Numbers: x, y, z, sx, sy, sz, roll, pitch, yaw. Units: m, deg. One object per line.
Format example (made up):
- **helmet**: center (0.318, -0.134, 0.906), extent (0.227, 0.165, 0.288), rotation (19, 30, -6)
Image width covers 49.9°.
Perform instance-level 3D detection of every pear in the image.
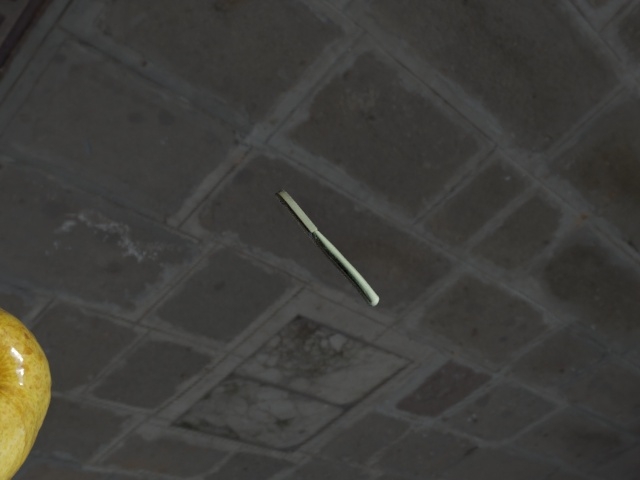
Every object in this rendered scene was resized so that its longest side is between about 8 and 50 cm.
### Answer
- **pear**: center (-0.371, 0.146, 0.663), extent (0.211, 0.188, 0.228), rotation (-24, 95, 23)

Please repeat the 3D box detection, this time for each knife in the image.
- **knife**: center (-0.001, 0.000, 0.736), extent (0.015, 0.210, 0.028), rotation (-39, 142, -3)
